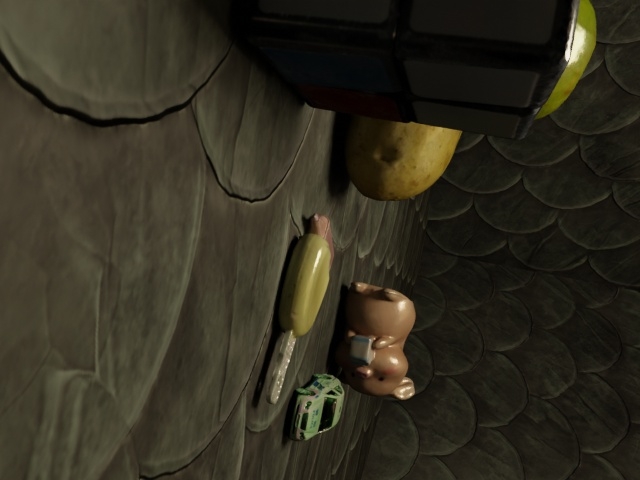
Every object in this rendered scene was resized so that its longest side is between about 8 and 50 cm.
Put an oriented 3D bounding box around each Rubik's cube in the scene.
[{"bbox_3d":[0.121,-0.313,0.721,0.313,0.316,0.319,11,90,-78],"label":"Rubik's cube"}]

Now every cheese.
[{"bbox_3d":[-0.039,0.122,0.973,0.127,0.050,0.256,71,34,-68],"label":"cheese"}]

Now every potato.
[{"bbox_3d":[0.142,-0.178,1.175,0.285,0.242,0.243,-41,141,-84],"label":"potato"}]

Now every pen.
[{"bbox_3d":[0.000,0.000,1.078,0.197,0.032,0.053,78,27,-65],"label":"pen"}]

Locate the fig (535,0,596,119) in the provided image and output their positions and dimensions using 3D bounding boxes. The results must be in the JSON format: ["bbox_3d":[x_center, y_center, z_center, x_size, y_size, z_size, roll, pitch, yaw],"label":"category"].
[{"bbox_3d":[0.290,-0.335,1.061,0.258,0.326,0.258,-169,-90,-67],"label":"fig"}]

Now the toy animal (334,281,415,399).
[{"bbox_3d":[0.130,0.235,1.475,0.213,0.195,0.256,19,85,-69],"label":"toy animal"}]

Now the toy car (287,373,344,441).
[{"bbox_3d":[-0.002,0.321,1.231,0.224,0.076,0.090,0,102,-77],"label":"toy car"}]
